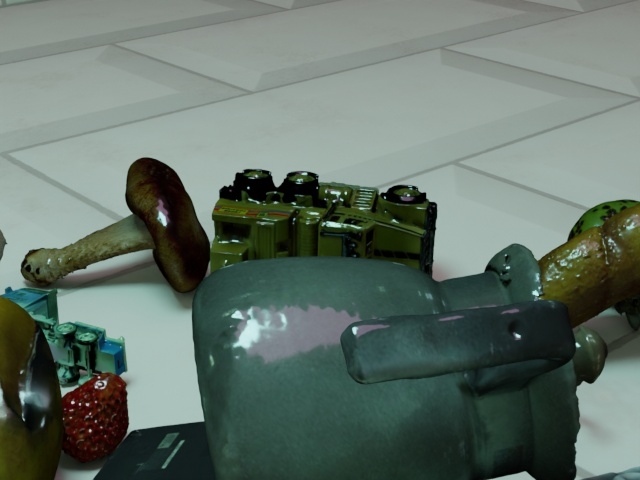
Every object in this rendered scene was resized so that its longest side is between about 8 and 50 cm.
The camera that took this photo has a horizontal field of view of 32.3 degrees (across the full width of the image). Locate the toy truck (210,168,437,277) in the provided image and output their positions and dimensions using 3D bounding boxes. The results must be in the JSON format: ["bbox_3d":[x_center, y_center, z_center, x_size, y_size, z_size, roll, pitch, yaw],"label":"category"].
[{"bbox_3d":[0.003,-0.001,1.271,0.257,0.127,0.127,5,20,8],"label":"toy truck"}]

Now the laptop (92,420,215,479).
[{"bbox_3d":[-0.129,0.205,0.887,0.153,0.026,0.207,-12,20,22],"label":"laptop"}]

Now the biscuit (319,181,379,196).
[{"bbox_3d":[0.003,-0.029,1.441,0.121,0.041,0.199,7,24,11],"label":"biscuit"}]

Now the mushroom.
[{"bbox_3d":[-0.245,0.010,1.290,0.217,0.148,0.227,-24,18,-7],"label":"mushroom"}]

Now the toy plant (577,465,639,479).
[{"bbox_3d":[0.105,0.242,0.655,0.400,0.185,0.279,-6,2,-31],"label":"toy plant"}]

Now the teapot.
[{"bbox_3d":[0.062,0.079,0.756,0.285,0.305,0.223,-10,47,-3],"label":"teapot"}]

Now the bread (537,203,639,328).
[{"bbox_3d":[0.254,0.048,1.128,0.344,0.124,0.084,-29,69,3],"label":"bread"}]

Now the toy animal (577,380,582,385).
[{"bbox_3d":[0.120,0.115,1.031,0.214,0.094,0.186,22,-1,-18],"label":"toy animal"}]

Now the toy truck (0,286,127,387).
[{"bbox_3d":[-0.265,0.096,1.131,0.175,0.067,0.081,12,26,25],"label":"toy truck"}]

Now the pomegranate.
[{"bbox_3d":[0.339,0.025,1.236,0.122,0.122,0.162,-1,47,-1],"label":"pomegranate"}]

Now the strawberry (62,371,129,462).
[{"bbox_3d":[-0.202,0.151,0.985,0.073,0.083,0.073,15,24,-7],"label":"strawberry"}]

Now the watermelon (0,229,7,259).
[{"bbox_3d":[-0.442,0.031,1.151,0.226,0.148,0.318,-30,30,-11],"label":"watermelon"}]

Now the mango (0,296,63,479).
[{"bbox_3d":[-0.285,0.148,0.930,0.151,0.156,0.249,-27,44,-6],"label":"mango"}]
